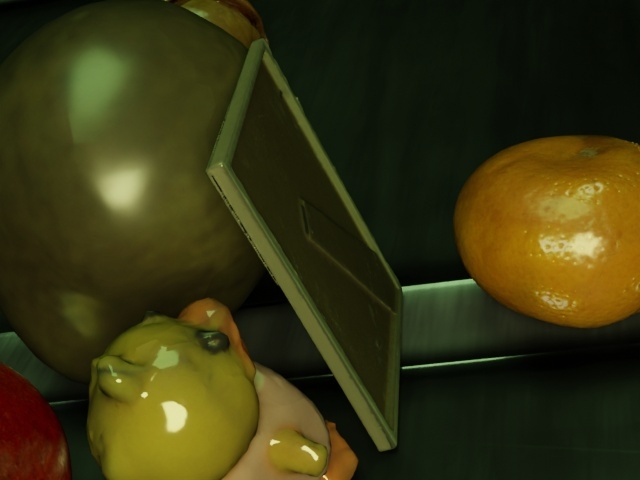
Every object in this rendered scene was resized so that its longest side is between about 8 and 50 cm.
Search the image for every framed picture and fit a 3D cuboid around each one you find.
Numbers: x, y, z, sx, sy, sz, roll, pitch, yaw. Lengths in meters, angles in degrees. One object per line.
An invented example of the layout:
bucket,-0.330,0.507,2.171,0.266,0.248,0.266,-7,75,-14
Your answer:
framed picture,0.000,0.000,1.031,0.022,0.335,0.247,-20,31,18

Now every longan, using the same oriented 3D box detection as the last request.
longan,-0.201,-0.054,1.130,0.336,0.404,0.404,14,34,-7

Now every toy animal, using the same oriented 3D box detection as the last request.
toy animal,-0.099,0.156,0.908,0.195,0.281,0.169,10,61,32

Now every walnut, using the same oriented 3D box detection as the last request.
walnut,-0.236,-0.297,1.694,0.336,0.209,0.209,2,36,35

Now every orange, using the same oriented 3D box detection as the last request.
orange,0.254,-0.008,1.090,0.240,0.171,0.240,-7,27,3

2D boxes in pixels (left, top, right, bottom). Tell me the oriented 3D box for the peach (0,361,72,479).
peach,-0.334,0.208,0.937,0.245,0.248,0.275,-14,34,-43
